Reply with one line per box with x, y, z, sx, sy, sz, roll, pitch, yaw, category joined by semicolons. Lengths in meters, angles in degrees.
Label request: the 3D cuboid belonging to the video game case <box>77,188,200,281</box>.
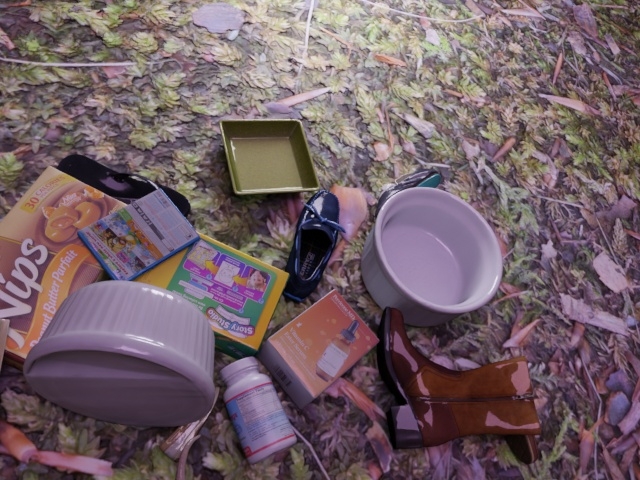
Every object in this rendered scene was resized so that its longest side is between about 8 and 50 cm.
-0.308;-0.008;1.037;0.166;0.015;0.119;-35;80;-34;video game case

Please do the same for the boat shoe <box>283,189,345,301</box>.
0.000;0.000;1.205;0.109;0.089;0.258;17;57;-11;boat shoe

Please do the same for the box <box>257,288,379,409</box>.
-0.005;0.194;1.093;0.170;0.091;0.130;-35;78;-32;box

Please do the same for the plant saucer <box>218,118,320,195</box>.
-0.113;-0.170;1.285;0.189;0.045;0.188;-5;64;-22;plant saucer

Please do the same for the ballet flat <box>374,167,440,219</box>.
0.180;-0.107;1.353;0.203;0.074;0.074;-33;77;-26;ballet flat

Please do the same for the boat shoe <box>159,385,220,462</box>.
-0.212;0.290;0.986;0.045;0.050;0.135;34;56;-6;boat shoe

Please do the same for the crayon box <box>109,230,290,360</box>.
-0.214;0.085;1.082;0.279;0.081;0.165;25;57;-5;crayon box

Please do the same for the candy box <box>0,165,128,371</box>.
-0.460;0.045;1.008;0.183;0.087;0.316;27;57;-5;candy box

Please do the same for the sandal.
-0.371;-0.092;1.139;0.255;0.054;0.097;20;57;-9;sandal

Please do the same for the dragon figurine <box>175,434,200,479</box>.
-0.190;0.446;0.884;0.085;0.144;0.289;-6;45;-22;dragon figurine

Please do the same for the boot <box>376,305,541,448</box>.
0.254;0.239;1.121;0.281;0.096;0.264;-6;64;-6;boot

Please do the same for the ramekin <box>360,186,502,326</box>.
0.216;0.042;1.236;0.277;0.135;0.277;9;59;-15;ramekin

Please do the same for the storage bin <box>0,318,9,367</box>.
-0.588;0.211;0.797;0.263;0.123;0.260;7;79;-10;storage bin

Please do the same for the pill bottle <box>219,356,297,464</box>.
-0.109;0.280;1.008;0.087;0.087;0.160;-16;68;-27;pill bottle

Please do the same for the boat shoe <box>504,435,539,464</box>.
0.385;0.339;1.174;0.060;0.064;0.177;-5;62;-21;boat shoe

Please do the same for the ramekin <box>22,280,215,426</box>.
-0.282;0.169;0.900;0.273;0.273;0.127;15;52;-12;ramekin
